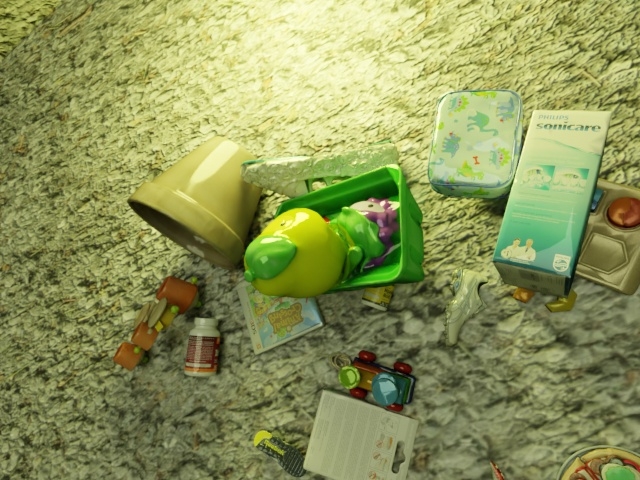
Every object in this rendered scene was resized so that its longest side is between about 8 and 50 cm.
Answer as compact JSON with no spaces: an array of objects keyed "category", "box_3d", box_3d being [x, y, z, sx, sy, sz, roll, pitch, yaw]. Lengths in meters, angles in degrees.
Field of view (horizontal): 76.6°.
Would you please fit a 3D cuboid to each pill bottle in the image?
[{"category":"pill bottle","box_3d":[-0.322,0.291,1.115,0.086,0.086,0.151,-2,77,23]},{"category":"pill bottle","box_3d":[0.145,0.105,0.969,0.065,0.065,0.116,16,84,26]}]

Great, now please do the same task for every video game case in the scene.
[{"category":"video game case","box_3d":[-0.111,0.178,1.086,0.213,0.023,0.193,-27,68,15]}]

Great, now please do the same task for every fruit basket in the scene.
[{"category":"fruit basket","box_3d":[0.000,0.000,0.845,0.392,0.392,0.282,-5,68,23]}]

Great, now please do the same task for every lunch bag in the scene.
[{"category":"lunch bag","box_3d":[0.320,-0.195,0.832,0.176,0.090,0.218,6,79,26]}]

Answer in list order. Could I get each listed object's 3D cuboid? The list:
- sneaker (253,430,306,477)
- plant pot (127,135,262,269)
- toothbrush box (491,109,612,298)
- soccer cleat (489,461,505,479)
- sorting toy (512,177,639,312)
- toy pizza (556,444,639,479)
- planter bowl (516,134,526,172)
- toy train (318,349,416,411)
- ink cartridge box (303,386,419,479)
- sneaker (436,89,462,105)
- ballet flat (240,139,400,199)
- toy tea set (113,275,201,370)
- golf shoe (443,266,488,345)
[{"category":"sneaker","box_3d":[-0.093,0.513,0.979,0.144,0.059,0.053,31,65,17]},{"category":"plant pot","box_3d":[-0.298,-0.118,1.114,0.323,0.323,0.280,22,69,27]},{"category":"toothbrush box","box_3d":[0.436,-0.061,0.765,0.126,0.216,0.295,13,80,33]},{"category":"soccer cleat","box_3d":[0.353,0.484,0.801,0.036,0.029,0.083,-28,72,10]},{"category":"sorting toy","box_3d":[0.540,0.014,0.832,0.229,0.041,0.307,27,88,27]},{"category":"toy pizza","box_3d":[0.534,0.477,0.721,0.201,0.032,0.201,-6,74,22]},{"category":"planter bowl","box_3d":[0.375,-0.176,0.915,0.162,0.109,0.162,-6,74,22]},{"category":"toy train","box_3d":[0.076,0.300,0.905,0.248,0.143,0.105,12,81,26]},{"category":"ink cartridge box","box_3d":[0.091,0.458,0.923,0.225,0.056,0.180,14,82,7]},{"category":"sneaker","box_3d":[0.352,-0.334,1.000,0.135,0.052,0.058,8,84,26]},{"category":"ballet flat","box_3d":[0.005,-0.158,1.010,0.409,0.147,0.146,-8,72,-1]},{"category":"toy tea set","box_3d":[-0.462,0.250,1.177,0.336,0.124,0.200,-43,28,28]},{"category":"golf shoe","box_3d":[0.317,0.149,0.884,0.086,0.069,0.176,11,83,20]}]
